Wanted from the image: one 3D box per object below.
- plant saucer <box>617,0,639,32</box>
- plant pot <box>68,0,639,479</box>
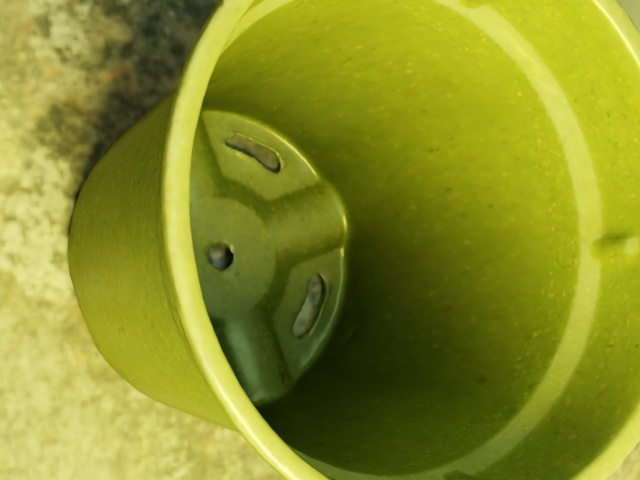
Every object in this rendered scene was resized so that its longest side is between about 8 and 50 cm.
[{"bbox_3d":[0.288,-0.136,0.932,0.400,0.100,0.400,10,69,-28],"label":"plant saucer"},{"bbox_3d":[0.000,0.000,0.703,0.276,0.254,0.276,3,83,-29],"label":"plant pot"}]
